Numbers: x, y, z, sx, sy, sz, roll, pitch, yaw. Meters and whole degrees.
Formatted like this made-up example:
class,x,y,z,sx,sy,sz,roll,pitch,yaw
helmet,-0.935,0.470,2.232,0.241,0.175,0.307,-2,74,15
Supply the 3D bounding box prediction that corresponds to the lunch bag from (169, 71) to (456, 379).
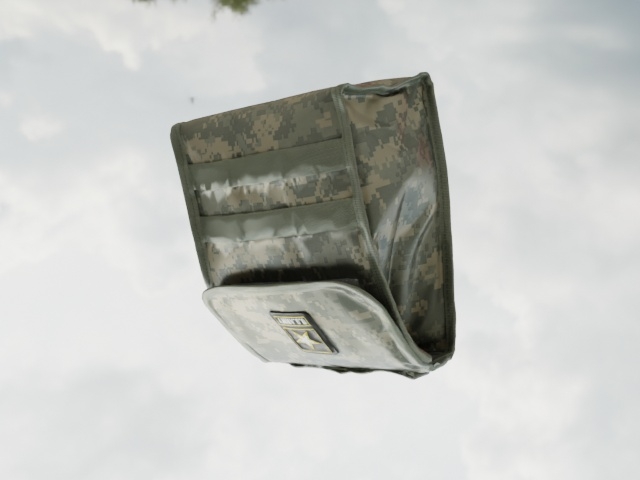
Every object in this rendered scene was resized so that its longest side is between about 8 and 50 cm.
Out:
class,x,y,z,sx,sy,sz,roll,pitch,yaw
lunch bag,0.000,0.000,0.966,0.235,0.287,0.169,-4,-170,42
